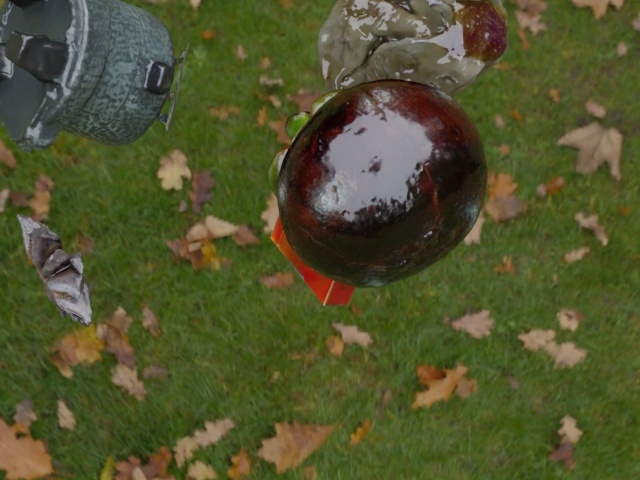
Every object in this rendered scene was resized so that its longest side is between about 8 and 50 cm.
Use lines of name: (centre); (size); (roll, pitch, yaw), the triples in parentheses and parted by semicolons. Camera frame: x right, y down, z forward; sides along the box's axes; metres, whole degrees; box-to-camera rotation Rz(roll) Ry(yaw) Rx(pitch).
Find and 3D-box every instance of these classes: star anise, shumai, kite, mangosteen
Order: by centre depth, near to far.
mangosteen: (0.056, -0.067, 1.002); (0.216, 0.216, 0.216); (-1, 62, 1)
shumai: (0.103, -0.243, 1.197); (0.218, 0.185, 0.184); (-22, 89, -3)
star anise: (-0.386, 0.040, 1.492); (0.065, 0.182, 0.195); (-34, 92, -21)
kite: (-0.239, -0.257, 1.666); (0.015, 0.310, 0.169); (13, 93, -7)

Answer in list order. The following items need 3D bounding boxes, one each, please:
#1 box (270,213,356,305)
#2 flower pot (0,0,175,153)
box: (0.001, 0.000, 1.449); (0.048, 0.112, 0.175); (1, 34, -35)
flower pot: (-0.409, -0.277, 1.620); (0.299, 0.283, 0.299); (-11, 72, 38)
